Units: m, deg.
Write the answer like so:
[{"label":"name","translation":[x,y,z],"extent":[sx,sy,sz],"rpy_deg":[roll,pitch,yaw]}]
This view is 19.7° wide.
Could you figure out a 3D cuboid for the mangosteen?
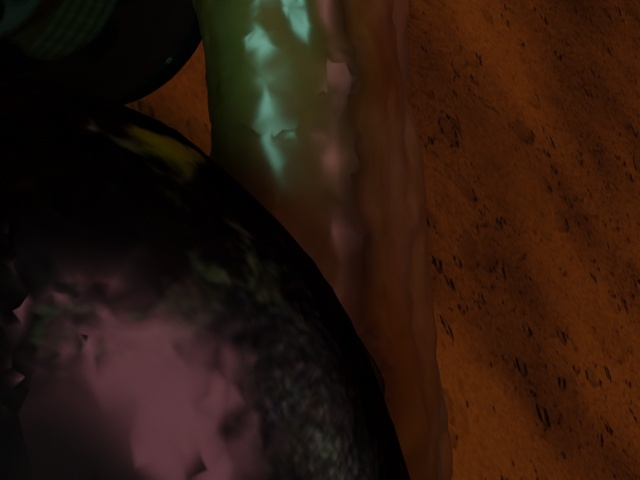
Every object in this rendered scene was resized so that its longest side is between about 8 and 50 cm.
[{"label":"mangosteen","translation":[-0.113,0.090,0.541],"extent":[0.288,0.288,0.288],"rpy_deg":[44,27,-29]}]

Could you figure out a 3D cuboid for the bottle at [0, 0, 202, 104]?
[{"label":"bottle","translation":[-0.190,-0.141,0.817],"extent":[0.336,0.144,0.144],"rpy_deg":[2,59,-59]}]

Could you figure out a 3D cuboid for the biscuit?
[{"label":"biscuit","translation":[-0.001,0.000,0.852],"extent":[0.429,0.104,0.446],"rpy_deg":[-12,98,-89]}]
